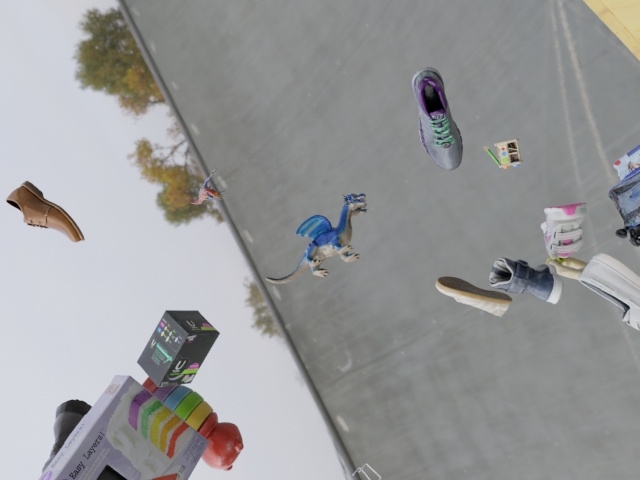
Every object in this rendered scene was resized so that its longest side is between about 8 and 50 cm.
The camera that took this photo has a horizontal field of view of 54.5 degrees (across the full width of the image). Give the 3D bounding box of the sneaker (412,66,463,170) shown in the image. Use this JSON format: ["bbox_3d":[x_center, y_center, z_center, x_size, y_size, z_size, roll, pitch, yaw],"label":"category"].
[{"bbox_3d":[0.236,-0.236,1.270,0.098,0.083,0.224,-74,-37,-64],"label":"sneaker"}]

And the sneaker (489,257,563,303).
[{"bbox_3d":[0.512,0.088,1.582,0.226,0.163,0.086,-30,-45,-79],"label":"sneaker"}]

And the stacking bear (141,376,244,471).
[{"bbox_3d":[-0.322,0.458,1.543,0.288,0.176,0.164,31,-160,8],"label":"stacking bear"}]

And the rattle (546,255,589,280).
[{"bbox_3d":[0.739,0.052,1.723,0.130,0.143,0.199,15,-169,-34],"label":"rattle"}]

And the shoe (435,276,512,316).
[{"bbox_3d":[0.401,0.152,1.641,0.077,0.218,0.058,-98,26,-64],"label":"shoe"}]

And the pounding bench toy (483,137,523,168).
[{"bbox_3d":[0.431,-0.201,1.469,0.052,0.083,0.065,-26,-75,-64],"label":"pounding bench toy"}]

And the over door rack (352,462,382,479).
[{"bbox_3d":[0.078,0.768,1.649,0.108,0.324,0.240,28,158,9],"label":"over door rack"}]

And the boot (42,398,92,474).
[{"bbox_3d":[-0.551,0.572,1.570,0.338,0.118,0.223,41,-162,-33],"label":"boot"}]

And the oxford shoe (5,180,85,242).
[{"bbox_3d":[-0.624,-0.049,1.410,0.212,0.076,0.076,33,146,15],"label":"oxford shoe"}]

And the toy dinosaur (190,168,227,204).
[{"bbox_3d":[-0.193,-0.077,1.070,0.047,0.090,0.082,46,-167,-3],"label":"toy dinosaur"}]

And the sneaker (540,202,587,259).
[{"bbox_3d":[0.622,-0.021,1.572,0.252,0.102,0.111,46,-141,-67],"label":"sneaker"}]

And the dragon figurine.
[{"bbox_3d":[0.000,0.000,1.458,0.085,0.289,0.144,45,-160,-51],"label":"dragon figurine"}]

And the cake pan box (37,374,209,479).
[{"bbox_3d":[-0.376,0.438,1.202,0.070,0.267,0.246,-14,124,46],"label":"cake pan box"}]

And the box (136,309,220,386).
[{"bbox_3d":[-0.180,0.136,0.789,0.052,0.083,0.062,37,-167,29],"label":"box"}]

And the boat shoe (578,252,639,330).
[{"bbox_3d":[0.469,0.097,0.916,0.184,0.063,0.066,42,178,14],"label":"boat shoe"}]

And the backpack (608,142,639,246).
[{"bbox_3d":[0.747,-0.122,1.235,0.263,0.276,0.213,-35,64,52],"label":"backpack"}]

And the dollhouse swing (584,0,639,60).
[{"bbox_3d":[0.507,-0.395,0.792,0.346,0.315,0.305,38,169,-15],"label":"dollhouse swing"}]
